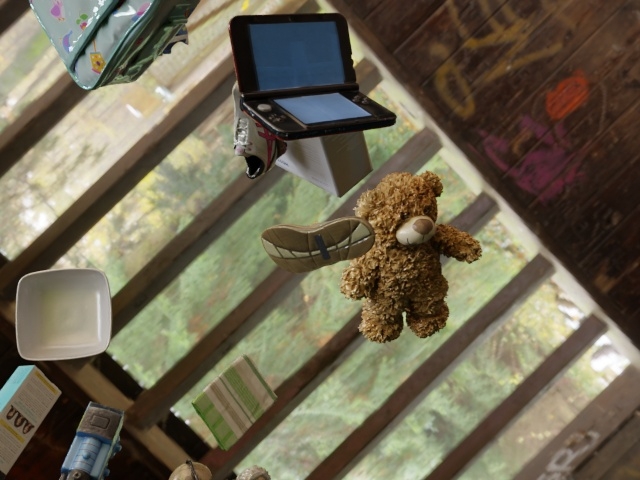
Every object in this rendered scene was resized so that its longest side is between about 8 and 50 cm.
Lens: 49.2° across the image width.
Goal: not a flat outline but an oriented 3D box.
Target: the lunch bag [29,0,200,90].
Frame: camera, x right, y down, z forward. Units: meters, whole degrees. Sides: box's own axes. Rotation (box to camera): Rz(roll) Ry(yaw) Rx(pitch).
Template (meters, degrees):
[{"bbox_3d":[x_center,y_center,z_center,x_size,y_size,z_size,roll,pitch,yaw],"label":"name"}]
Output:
[{"bbox_3d":[-0.279,-0.348,0.943,0.108,0.279,0.224,-22,-99,-46],"label":"lunch bag"}]

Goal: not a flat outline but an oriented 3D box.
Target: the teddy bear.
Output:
[{"bbox_3d":[0.151,0.051,1.204,0.245,0.338,0.113,10,-148,-9],"label":"teddy bear"}]

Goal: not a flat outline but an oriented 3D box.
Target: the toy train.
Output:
[{"bbox_3d":[-0.392,0.369,1.180,0.080,0.105,0.184,16,-136,-3],"label":"toy train"}]

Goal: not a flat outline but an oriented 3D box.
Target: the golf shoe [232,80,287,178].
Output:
[{"bbox_3d":[-0.106,-0.175,1.124,0.067,0.086,0.186,21,152,26],"label":"golf shoe"}]

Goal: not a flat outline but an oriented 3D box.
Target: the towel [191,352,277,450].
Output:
[{"bbox_3d":[-0.155,0.289,1.265,0.023,0.152,0.113,-27,98,45],"label":"towel"}]

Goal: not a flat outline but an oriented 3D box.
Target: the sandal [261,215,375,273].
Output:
[{"bbox_3d":[0.000,0.000,0.942,0.049,0.180,0.072,-37,-68,-54],"label":"sandal"}]

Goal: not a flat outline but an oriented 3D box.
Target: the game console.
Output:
[{"bbox_3d":[-0.005,-0.167,0.697,0.124,0.144,0.085,43,135,42],"label":"game console"}]

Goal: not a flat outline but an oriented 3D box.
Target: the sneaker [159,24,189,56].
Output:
[{"bbox_3d":[-0.303,-0.355,1.266,0.059,0.144,0.053,67,173,-33],"label":"sneaker"}]

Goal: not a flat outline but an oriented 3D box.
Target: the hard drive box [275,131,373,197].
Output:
[{"bbox_3d":[-0.025,-0.209,1.176,0.181,0.089,0.232,31,152,38],"label":"hard drive box"}]

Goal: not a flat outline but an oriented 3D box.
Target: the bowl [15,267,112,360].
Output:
[{"bbox_3d":[-0.396,0.117,1.097,0.053,0.142,0.142,116,149,-76],"label":"bowl"}]

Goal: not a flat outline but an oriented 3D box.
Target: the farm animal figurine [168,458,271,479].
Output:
[{"bbox_3d":[-0.304,0.579,1.466,0.330,0.327,0.172,8,-146,-37],"label":"farm animal figurine"}]

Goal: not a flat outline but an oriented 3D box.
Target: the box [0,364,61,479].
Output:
[{"bbox_3d":[-0.670,0.395,1.502,0.100,0.060,0.244,60,-144,-31],"label":"box"}]
